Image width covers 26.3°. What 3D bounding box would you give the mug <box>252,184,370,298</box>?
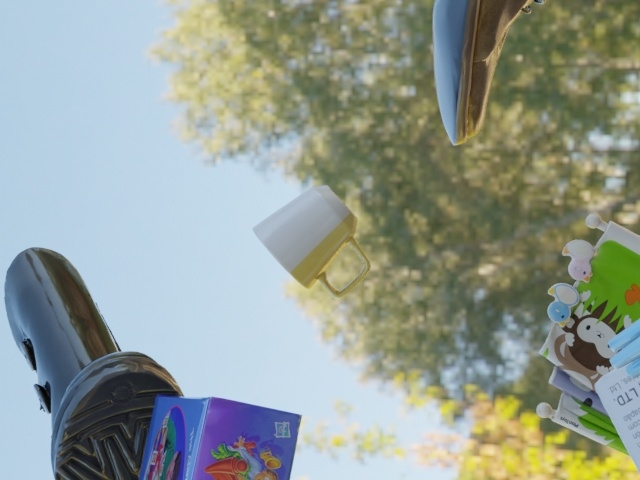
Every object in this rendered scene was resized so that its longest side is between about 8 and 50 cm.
[{"bbox_3d":[-0.003,-0.003,1.021,0.078,0.064,0.062,45,-177,-35],"label":"mug"}]

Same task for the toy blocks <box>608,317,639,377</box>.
[{"bbox_3d":[0.210,0.044,0.658,0.054,0.148,0.123,42,-154,-25],"label":"toy blocks"}]

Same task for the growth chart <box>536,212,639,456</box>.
[{"bbox_3d":[0.313,0.103,1.435,0.021,0.172,0.237,126,163,-78],"label":"growth chart"}]

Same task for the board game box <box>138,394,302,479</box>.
[{"bbox_3d":[-0.114,0.305,1.129,0.233,0.078,0.347,161,121,-73],"label":"board game box"}]

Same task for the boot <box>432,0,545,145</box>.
[{"bbox_3d":[0.167,-0.221,1.274,0.112,0.115,0.305,-111,19,-49],"label":"boot"}]

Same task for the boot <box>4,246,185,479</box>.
[{"bbox_3d":[-0.255,0.146,1.526,0.445,0.146,0.367,-120,21,-48],"label":"boot"}]

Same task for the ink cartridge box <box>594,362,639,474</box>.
[{"bbox_3d":[0.370,0.189,0.771,0.151,0.270,0.395,-7,-115,-43],"label":"ink cartridge box"}]
